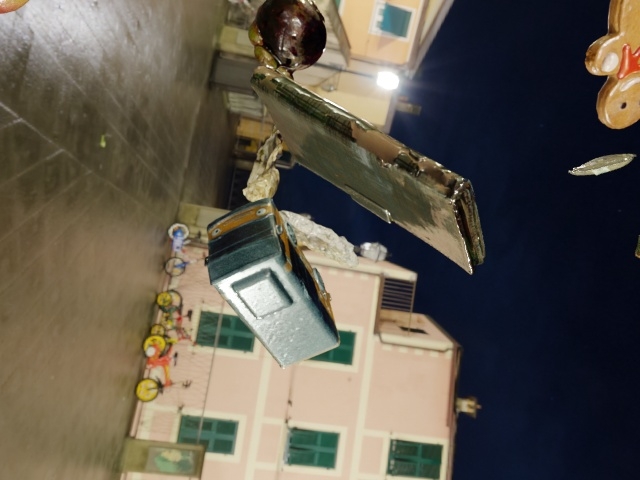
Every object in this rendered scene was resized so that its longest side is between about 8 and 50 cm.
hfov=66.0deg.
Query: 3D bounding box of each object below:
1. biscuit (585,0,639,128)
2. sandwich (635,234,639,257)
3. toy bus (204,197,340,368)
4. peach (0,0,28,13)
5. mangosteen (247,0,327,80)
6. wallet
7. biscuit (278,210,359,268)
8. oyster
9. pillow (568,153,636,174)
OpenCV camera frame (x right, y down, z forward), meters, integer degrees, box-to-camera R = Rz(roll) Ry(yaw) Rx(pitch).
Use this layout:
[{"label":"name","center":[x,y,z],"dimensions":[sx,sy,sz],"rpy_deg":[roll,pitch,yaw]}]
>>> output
[{"label":"biscuit","center":[0.582,-0.360,0.890],"dimensions":[0.049,0.205,0.324],"rpy_deg":[-121,-154,-56]},{"label":"sandwich","center":[0.658,0.025,0.881],"dimensions":[0.212,0.244,0.063],"rpy_deg":[-165,-97,-69]},{"label":"toy bus","center":[-0.090,0.095,1.006],"dimensions":[0.194,0.161,0.323],"rpy_deg":[-105,169,-50]},{"label":"peach","center":[-0.733,-0.605,1.095],"dimensions":[0.197,0.197,0.198],"rpy_deg":[-171,-90,-82]},{"label":"mangosteen","center":[-0.083,-0.522,1.249],"dimensions":[0.210,0.209,0.210],"rpy_deg":[-171,-90,-82]},{"label":"wallet","center":[0.047,-0.088,0.560],"dimensions":[0.044,0.317,0.169],"rpy_deg":[-47,144,-7]},{"label":"biscuit","center":[0.000,0.000,1.151],"dimensions":[0.188,0.265,0.040],"rpy_deg":[11,-108,51]},{"label":"oyster","center":[-0.145,-0.222,1.429],"dimensions":[0.166,0.094,0.295],"rpy_deg":[-30,-142,67]},{"label":"pillow","center":[0.622,-0.168,1.089],"dimensions":[0.217,0.130,0.033],"rpy_deg":[-19,96,-55]}]
